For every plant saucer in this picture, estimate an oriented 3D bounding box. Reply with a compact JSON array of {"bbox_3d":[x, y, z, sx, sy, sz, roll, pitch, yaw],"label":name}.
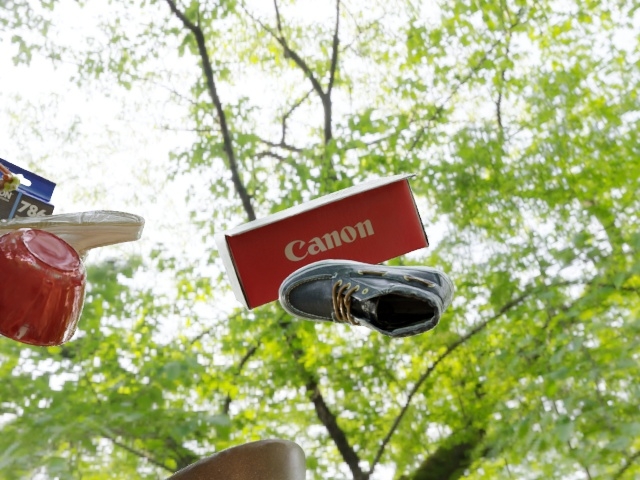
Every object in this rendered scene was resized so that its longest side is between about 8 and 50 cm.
[{"bbox_3d":[-0.076,0.199,0.532,0.168,0.029,0.168,-25,-34,-18],"label":"plant saucer"}]

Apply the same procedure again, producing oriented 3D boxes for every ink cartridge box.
[{"bbox_3d":[-0.663,-0.011,1.613,0.165,0.332,0.065,26,-23,-32],"label":"ink cartridge box"},{"bbox_3d":[0.000,0.000,1.273,0.309,0.272,0.130,-19,-86,-10],"label":"ink cartridge box"}]

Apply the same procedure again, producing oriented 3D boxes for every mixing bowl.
[{"bbox_3d":[-0.392,0.049,1.076,0.181,0.181,0.098,29,-72,-33],"label":"mixing bowl"}]

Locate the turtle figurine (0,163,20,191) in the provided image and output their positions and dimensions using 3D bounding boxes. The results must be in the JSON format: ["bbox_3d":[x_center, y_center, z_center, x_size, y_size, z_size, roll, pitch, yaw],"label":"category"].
[{"bbox_3d":[-0.598,-0.109,1.232,0.269,0.217,0.087,27,-87,-35],"label":"turtle figurine"}]

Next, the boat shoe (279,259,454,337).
[{"bbox_3d":[0.036,0.057,0.773,0.183,0.083,0.065,-4,-79,18],"label":"boat shoe"}]

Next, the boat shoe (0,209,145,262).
[{"bbox_3d":[-0.421,0.008,1.284,0.277,0.098,0.096,-4,-76,0],"label":"boat shoe"}]
